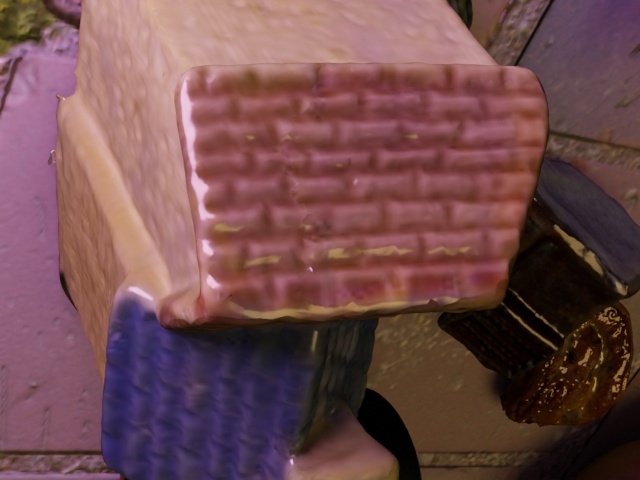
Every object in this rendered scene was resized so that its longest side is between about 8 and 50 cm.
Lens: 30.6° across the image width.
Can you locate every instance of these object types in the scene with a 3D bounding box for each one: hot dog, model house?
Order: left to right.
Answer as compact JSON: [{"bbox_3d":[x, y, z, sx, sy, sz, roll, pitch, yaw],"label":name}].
[{"bbox_3d":[0.000,0.000,0.645,0.261,0.266,0.321,-4,129,-21],"label":"model house"},{"bbox_3d":[0.150,0.022,0.878,0.165,0.106,0.152,42,118,-9],"label":"model house"},{"bbox_3d":[0.212,0.107,0.998,0.099,0.065,0.147,8,126,-23],"label":"hot dog"}]

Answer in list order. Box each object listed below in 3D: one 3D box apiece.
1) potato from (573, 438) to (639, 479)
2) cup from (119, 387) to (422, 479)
[{"bbox_3d":[0.317,0.299,1.106,0.237,0.301,0.289,10,82,-20],"label":"potato"},{"bbox_3d":[-0.055,0.190,0.895,0.177,0.239,0.166,-5,88,-32],"label":"cup"}]
